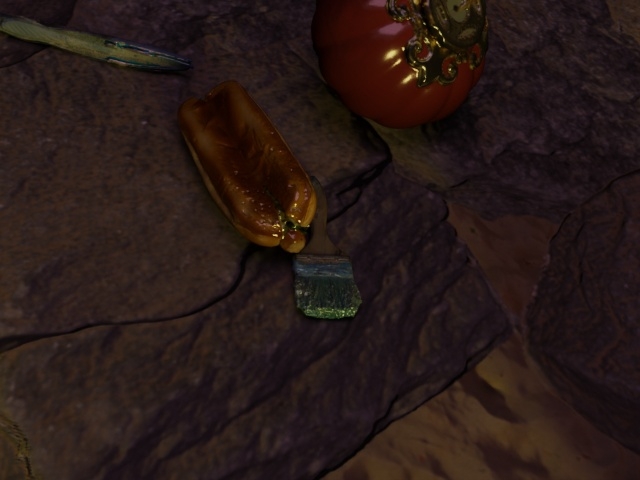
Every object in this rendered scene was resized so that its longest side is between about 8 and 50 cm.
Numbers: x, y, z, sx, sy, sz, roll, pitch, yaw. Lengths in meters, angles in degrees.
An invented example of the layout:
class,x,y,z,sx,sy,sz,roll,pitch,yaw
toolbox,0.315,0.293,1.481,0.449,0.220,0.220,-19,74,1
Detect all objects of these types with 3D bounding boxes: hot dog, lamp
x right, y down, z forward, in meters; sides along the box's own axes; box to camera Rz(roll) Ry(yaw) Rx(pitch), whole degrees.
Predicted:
class,x,y,z,sx,sy,sz,roll,pitch,yaw
hot dog,-0.081,-0.083,0.948,0.100,0.068,0.250,-29,52,-3
lamp,0.091,-0.245,1.031,0.226,0.227,0.227,5,49,-6

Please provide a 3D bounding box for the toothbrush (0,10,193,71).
class,x,y,z,sx,sy,sz,roll,pitch,yaw
toothbrush,-0.356,-0.261,1.074,0.413,0.035,0.042,14,46,3

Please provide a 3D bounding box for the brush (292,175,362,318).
class,x,y,z,sx,sy,sz,roll,pitch,yaw
brush,0.000,0.000,0.922,0.070,0.021,0.196,2,49,-10
